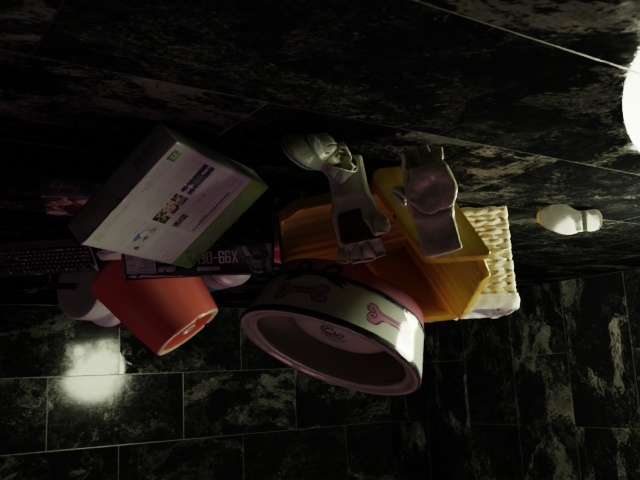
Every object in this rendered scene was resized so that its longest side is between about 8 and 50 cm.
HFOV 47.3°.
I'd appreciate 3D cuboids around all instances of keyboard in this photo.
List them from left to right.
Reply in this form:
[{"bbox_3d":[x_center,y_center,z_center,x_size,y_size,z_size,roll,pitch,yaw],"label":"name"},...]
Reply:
[{"bbox_3d":[-0.766,0.079,2.026,0.317,0.033,0.201,-3,132,7],"label":"keyboard"}]

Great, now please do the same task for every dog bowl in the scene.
[{"bbox_3d":[0.041,0.185,1.584,0.408,0.150,0.408,18,155,9],"label":"dog bowl"}]

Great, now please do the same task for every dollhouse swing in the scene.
[{"bbox_3d":[0.115,0.054,1.510,0.305,0.315,0.347,-26,157,-14],"label":"dollhouse swing"}]

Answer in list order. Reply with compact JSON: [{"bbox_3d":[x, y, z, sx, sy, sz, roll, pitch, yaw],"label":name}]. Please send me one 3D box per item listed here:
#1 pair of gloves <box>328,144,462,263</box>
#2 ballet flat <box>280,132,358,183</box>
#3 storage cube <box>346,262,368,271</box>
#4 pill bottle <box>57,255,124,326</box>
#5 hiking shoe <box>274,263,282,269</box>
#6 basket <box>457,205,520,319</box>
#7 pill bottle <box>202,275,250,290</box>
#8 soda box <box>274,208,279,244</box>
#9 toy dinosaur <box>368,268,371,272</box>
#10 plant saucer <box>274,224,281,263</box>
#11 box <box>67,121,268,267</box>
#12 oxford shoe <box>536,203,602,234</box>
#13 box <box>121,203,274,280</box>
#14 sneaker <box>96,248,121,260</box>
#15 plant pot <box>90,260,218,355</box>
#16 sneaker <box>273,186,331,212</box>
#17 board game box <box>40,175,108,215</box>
[{"bbox_3d":[0.129,-0.064,1.323,0.240,0.204,0.042,-6,-178,18],"label":"pair of gloves"},{"bbox_3d":[0.005,-0.151,1.242,0.068,0.072,0.213,-35,159,16],"label":"ballet flat"},{"bbox_3d":[0.035,0.160,2.092,0.193,0.184,0.215,-5,179,-7],"label":"storage cube"},{"bbox_3d":[-0.586,0.158,2.244,0.224,0.224,0.392,-10,167,32],"label":"pill bottle"},{"bbox_3d":[-0.111,0.053,2.182,0.227,0.086,0.114,-1,166,-12],"label":"hiking shoe"},{"bbox_3d":[0.322,0.074,1.923,0.331,0.266,0.328,-4,169,3],"label":"basket"},{"bbox_3d":[-0.282,0.064,2.035,0.146,0.146,0.264,6,166,-40],"label":"pill bottle"},{"bbox_3d":[0.039,-0.039,1.723,0.286,0.091,0.098,1,167,-19],"label":"soda box"},{"bbox_3d":[0.242,0.108,2.433,0.218,0.164,0.322,-27,137,27],"label":"toy dinosaur"},{"bbox_3d":[0.000,0.000,1.941,0.332,0.084,0.332,-2,170,0],"label":"plant saucer"},{"bbox_3d":[-0.253,-0.064,1.286,0.232,0.058,0.322,-45,156,10],"label":"box"},{"bbox_3d":[0.621,-0.051,1.868,0.212,0.076,0.076,5,178,-31],"label":"oxford shoe"},{"bbox_3d":[-0.254,-0.003,1.581,0.307,0.076,0.242,-3,-158,-3],"label":"box"},{"bbox_3d":[-0.412,0.034,1.744,0.232,0.115,0.090,-9,-157,-9],"label":"sneaker"},{"bbox_3d":[-0.413,0.145,1.893,0.275,0.243,0.275,-39,172,-6],"label":"plant pot"},{"bbox_3d":[-0.015,-0.082,1.559,0.188,0.066,0.071,-14,153,29],"label":"sneaker"},{"bbox_3d":[-0.437,-0.086,1.490,0.243,0.042,0.165,0,169,-16],"label":"board game box"}]
